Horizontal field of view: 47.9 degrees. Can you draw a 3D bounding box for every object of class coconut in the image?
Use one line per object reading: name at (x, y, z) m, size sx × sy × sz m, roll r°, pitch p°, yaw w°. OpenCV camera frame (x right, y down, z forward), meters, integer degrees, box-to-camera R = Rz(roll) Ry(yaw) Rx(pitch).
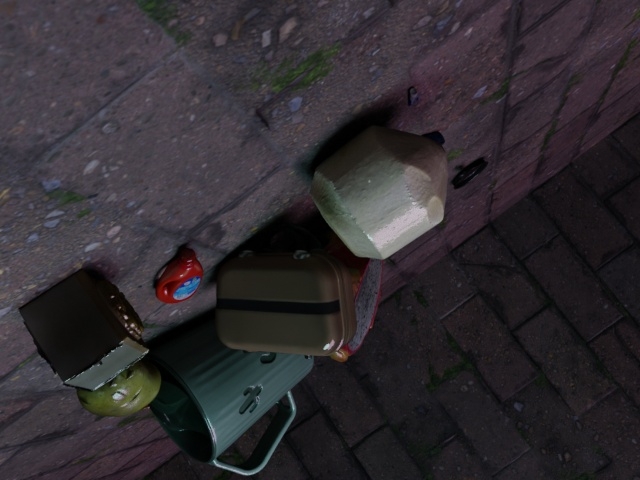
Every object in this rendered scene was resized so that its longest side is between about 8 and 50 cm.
coconut at (0.124, -0.104, 1.392) m, size 0.266 × 0.237 × 0.237 m, roll -32°, pitch 166°, yaw 2°

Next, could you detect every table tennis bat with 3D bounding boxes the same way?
table tennis bat at (0.000, 0.000, 1.852) m, size 0.200 × 0.038 × 0.310 m, roll -25°, pitch 159°, yaw -31°

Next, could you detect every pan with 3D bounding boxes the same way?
pan at (0.457, -0.210, 2.252) m, size 0.136 × 0.028 × 0.235 m, roll -41°, pitch 168°, yaw 18°

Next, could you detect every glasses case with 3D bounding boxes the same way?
glasses case at (0.260, -0.233, 1.696) m, size 0.083 × 0.033 × 0.023 m, roll -21°, pitch 171°, yaw -45°

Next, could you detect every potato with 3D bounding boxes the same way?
potato at (-0.446, 0.316, 1.605) m, size 0.169 × 0.143 × 0.248 m, roll 7°, pitch 173°, yaw 9°

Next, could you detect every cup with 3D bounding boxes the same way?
cup at (-0.239, 0.378, 1.884) m, size 0.392 × 0.310 × 0.401 m, roll -31°, pitch 133°, yaw -35°

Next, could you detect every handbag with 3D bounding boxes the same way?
handbag at (-0.079, 0.103, 1.550) m, size 0.301 × 0.283 × 0.149 m, roll 1°, pitch -177°, yaw 28°

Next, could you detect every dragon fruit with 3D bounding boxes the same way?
dragon fruit at (0.013, 0.119, 1.735) m, size 0.305 × 0.225 × 0.305 m, roll 16°, pitch 90°, yaw -72°

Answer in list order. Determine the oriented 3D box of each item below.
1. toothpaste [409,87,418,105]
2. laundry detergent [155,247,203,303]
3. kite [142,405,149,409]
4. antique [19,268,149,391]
toothpaste at (0.180, -0.278, 1.401) m, size 0.024 × 0.015 × 0.083 m, roll -38°, pitch 172°, yaw 4°
laundry detergent at (-0.270, 0.065, 1.390) m, size 0.097 × 0.049 × 0.165 m, roll -25°, pitch 160°, yaw -27°
kite at (-0.462, 0.446, 2.211) m, size 0.327 × 0.013 × 0.377 m, roll -42°, pitch 161°, yaw 33°
antique at (-0.377, 0.149, 1.188) m, size 0.148 × 0.152 × 0.147 m, roll -36°, pitch 167°, yaw -10°
